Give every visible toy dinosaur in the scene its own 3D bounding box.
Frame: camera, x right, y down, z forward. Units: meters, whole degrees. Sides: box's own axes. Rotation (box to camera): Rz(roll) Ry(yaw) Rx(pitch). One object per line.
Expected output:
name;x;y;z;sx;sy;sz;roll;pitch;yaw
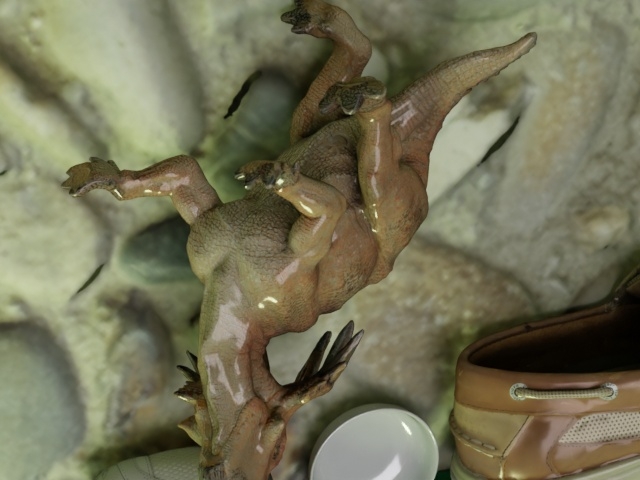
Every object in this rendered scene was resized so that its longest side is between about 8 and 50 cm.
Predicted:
toy dinosaur;0.000;0.000;0.973;0.296;0.127;0.200;-41;130;-16

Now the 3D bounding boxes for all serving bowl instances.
serving bowl;0.029;0.134;1.088;0.083;0.027;0.083;-8;115;-16

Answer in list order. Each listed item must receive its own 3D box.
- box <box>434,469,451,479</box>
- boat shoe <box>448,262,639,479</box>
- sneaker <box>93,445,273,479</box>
box;0.122;0.229;1.157;0.105;0.043;0.179;-8;113;-17
boat shoe;0.229;0.070;1.083;0.324;0.123;0.116;-19;116;-13
sneaker;-0.091;0.239;1.063;0.121;0.099;0.262;-3;106;-11
